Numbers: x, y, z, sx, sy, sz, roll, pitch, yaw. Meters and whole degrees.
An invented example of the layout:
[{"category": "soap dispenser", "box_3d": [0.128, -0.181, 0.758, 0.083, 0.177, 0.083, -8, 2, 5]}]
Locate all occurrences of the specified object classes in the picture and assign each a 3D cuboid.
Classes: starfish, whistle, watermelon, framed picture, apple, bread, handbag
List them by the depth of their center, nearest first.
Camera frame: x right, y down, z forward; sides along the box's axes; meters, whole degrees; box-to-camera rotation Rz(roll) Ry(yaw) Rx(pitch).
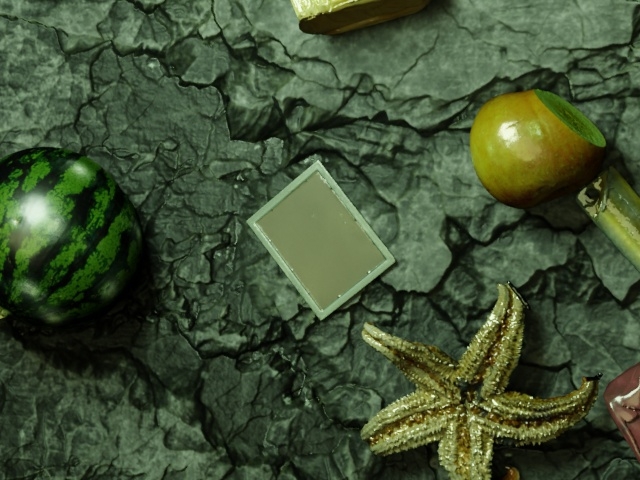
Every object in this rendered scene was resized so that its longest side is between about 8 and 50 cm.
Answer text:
[{"category": "handbag", "box_3d": [0.458, 0.246, 1.401, 0.135, 0.146, 0.225, -31, 83, 21]}, {"category": "whistle", "box_3d": [0.450, 0.047, 1.442, 0.068, 0.057, 0.326, -41, 80, 14]}, {"category": "apple", "box_3d": [0.273, -0.123, 1.448, 0.163, 0.146, 0.147, -25, 80, 18]}, {"category": "starfish", "box_3d": [0.192, 0.194, 1.504, 0.312, 0.113, 0.303, 28, 102, 5]}, {"category": "bread", "box_3d": [0.050, -0.349, 1.516, 0.190, 0.132, 0.114, -18, 85, 15]}, {"category": "framed picture", "box_3d": [0.000, 0.000, 1.604, 0.142, 0.011, 0.183, -40, 81, 14]}, {"category": "watermelon", "box_3d": [-0.385, -0.002, 1.605, 0.268, 0.269, 0.269, 1, 92, 17]}]
